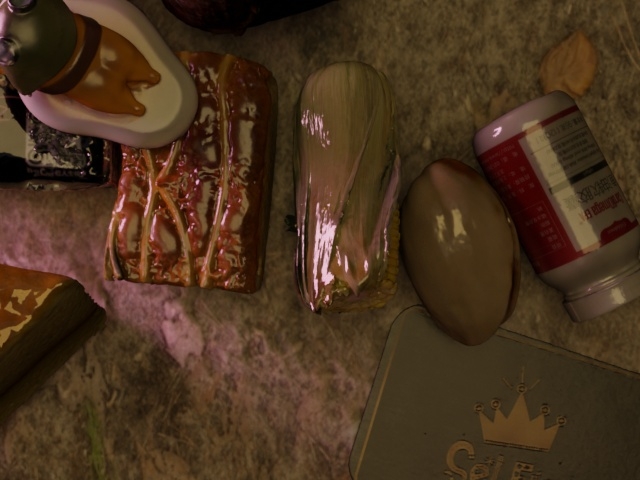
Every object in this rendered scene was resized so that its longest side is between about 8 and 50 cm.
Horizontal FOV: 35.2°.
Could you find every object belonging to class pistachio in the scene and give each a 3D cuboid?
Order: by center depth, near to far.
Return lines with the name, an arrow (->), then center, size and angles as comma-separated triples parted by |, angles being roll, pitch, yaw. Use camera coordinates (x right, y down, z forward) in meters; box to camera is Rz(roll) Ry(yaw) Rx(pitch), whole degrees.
pistachio -> 0.162, 0.011, 1.167 | 0.143, 0.144, 0.215 | -21, 98, 1

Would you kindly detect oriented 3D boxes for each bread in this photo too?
bread -> -0.408, 0.205, 1.096 | 0.244, 0.233, 0.362 | 13, 77, 0
bread -> -0.147, -0.081, 1.191 | 0.184, 0.114, 0.275 | 5, 86, 1

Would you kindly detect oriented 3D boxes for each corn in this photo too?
corn -> 0.029, -0.060, 1.150 | 0.123, 0.122, 0.305 | 0, 67, -4

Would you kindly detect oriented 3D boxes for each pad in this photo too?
pad -> 0.227, 0.271, 1.196 | 0.375, 0.063, 0.315 | 17, 89, 2

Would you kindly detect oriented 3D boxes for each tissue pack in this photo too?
tissue pack -> -0.353, -0.224, 1.199 | 0.244, 0.123, 0.333 | 0, 91, -4

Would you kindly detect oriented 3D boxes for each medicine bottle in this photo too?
medicine bottle -> 0.283, -0.040, 1.169 | 0.131, 0.131, 0.250 | -27, 87, 0

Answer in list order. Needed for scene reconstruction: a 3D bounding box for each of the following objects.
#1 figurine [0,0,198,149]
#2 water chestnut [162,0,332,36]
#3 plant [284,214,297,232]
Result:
figurine -> -0.251, -0.196, 1.071 | 0.249, 0.141, 0.167 | 24, 88, -2
water chestnut -> -0.134, -0.380, 1.089 | 0.346, 0.335, 0.335 | -6, 88, 1
plant -> 0.000, 0.000, 1.217 | 0.102, 0.051, 0.051 | 25, 89, 11
